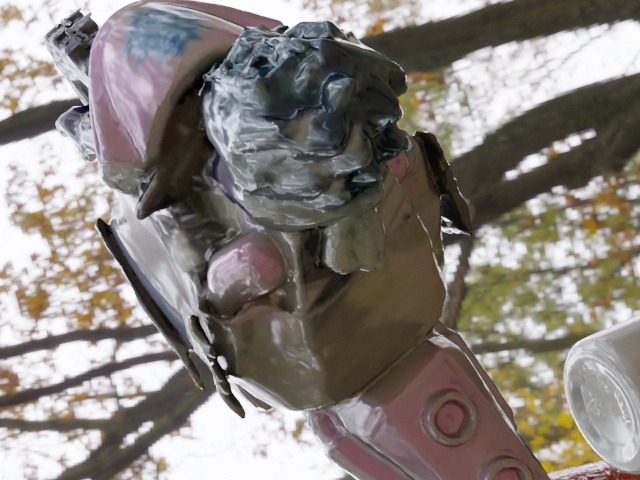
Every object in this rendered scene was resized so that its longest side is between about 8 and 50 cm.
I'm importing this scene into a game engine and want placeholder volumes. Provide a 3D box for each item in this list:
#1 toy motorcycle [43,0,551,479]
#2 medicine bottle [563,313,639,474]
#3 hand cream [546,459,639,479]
[{"bbox_3d":[-0.004,0.004,0.418,0.239,0.204,0.108,35,-107,-5],"label":"toy motorcycle"},{"bbox_3d":[0.276,0.088,0.928,0.186,0.103,0.103,-20,-86,-22],"label":"medicine bottle"},{"bbox_3d":[0.251,0.272,1.059,0.193,0.125,0.193,166,90,-90],"label":"hand cream"}]
